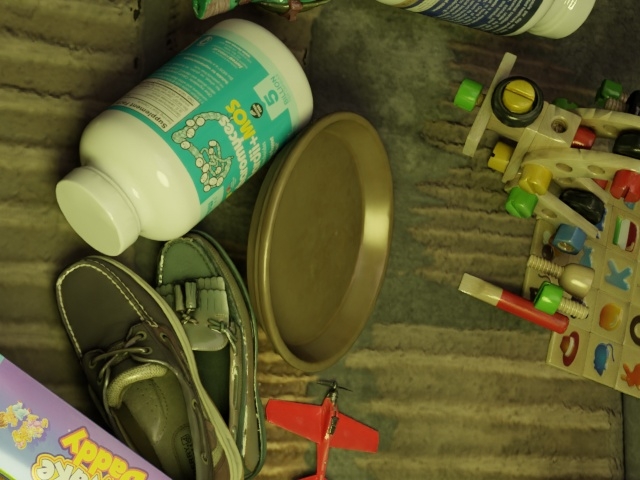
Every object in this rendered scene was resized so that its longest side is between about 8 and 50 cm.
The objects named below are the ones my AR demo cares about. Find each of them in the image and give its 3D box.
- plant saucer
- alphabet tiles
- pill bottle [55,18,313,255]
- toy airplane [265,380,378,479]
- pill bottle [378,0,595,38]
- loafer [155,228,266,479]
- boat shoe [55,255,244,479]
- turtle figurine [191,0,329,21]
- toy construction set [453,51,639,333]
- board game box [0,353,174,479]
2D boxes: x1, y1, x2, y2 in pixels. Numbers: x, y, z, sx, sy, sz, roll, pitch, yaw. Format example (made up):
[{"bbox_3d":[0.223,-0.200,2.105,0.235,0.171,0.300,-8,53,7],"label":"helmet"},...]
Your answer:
[{"bbox_3d":[0.000,0.000,1.496,0.278,0.041,0.278,-26,120,-56],"label":"plant saucer"},{"bbox_3d":[0.402,0.054,1.832,0.342,0.011,0.285,21,73,-29],"label":"alphabet tiles"},{"bbox_3d":[-0.140,-0.099,1.427,0.264,0.146,0.146,-43,107,-28],"label":"pill bottle"},{"bbox_3d":[0.001,0.226,1.543,0.151,0.028,0.151,5,81,-30],"label":"toy airplane"},{"bbox_3d":[0.189,-0.325,1.661,0.264,0.153,0.153,10,78,-31],"label":"pill bottle"},{"bbox_3d":[-0.113,0.122,1.431,0.084,0.096,0.268,-22,100,-72],"label":"loafer"},{"bbox_3d":[-0.171,0.133,1.355,0.102,0.092,0.285,-31,78,4],"label":"boat shoe"},{"bbox_3d":[-0.039,-0.295,1.521,0.234,0.175,0.118,-15,112,-24],"label":"turtle figurine"},{"bbox_3d":[0.241,-0.071,1.658,0.237,0.257,0.309,22,95,-2],"label":"toy construction set"},{"bbox_3d":[-0.233,0.222,1.274,0.347,0.233,0.078,40,64,-21],"label":"board game box"}]
